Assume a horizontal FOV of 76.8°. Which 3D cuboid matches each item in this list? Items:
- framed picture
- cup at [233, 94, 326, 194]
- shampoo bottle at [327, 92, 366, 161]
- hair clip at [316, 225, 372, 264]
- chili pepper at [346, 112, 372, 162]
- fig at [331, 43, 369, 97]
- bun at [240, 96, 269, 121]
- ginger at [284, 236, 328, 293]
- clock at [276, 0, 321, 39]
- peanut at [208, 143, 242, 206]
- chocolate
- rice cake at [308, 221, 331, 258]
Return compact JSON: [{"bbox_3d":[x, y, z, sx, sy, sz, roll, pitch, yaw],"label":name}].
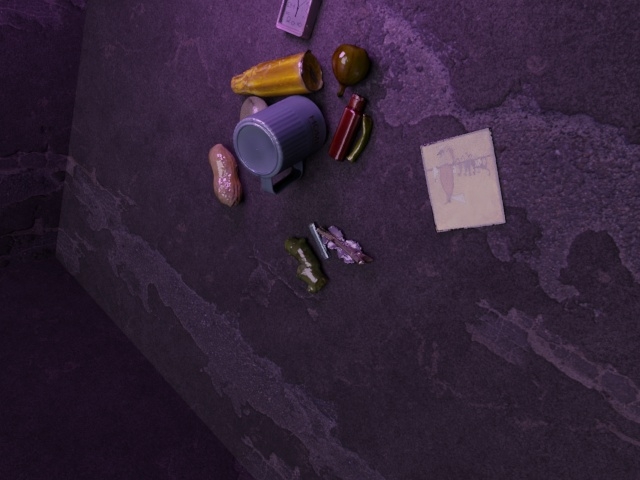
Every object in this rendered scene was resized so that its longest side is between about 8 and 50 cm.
[{"bbox_3d":[0.511,-0.208,1.465,0.255,0.014,0.340,-8,97,34],"label":"framed picture"},{"bbox_3d":[-0.179,-0.397,1.658,0.256,0.311,0.331,40,135,8],"label":"cup"},{"bbox_3d":[0.108,-0.455,1.626,0.102,0.064,0.261,56,131,49],"label":"shampoo bottle"},{"bbox_3d":[0.096,0.027,1.754,0.292,0.084,0.106,37,114,26],"label":"hair clip"},{"bbox_3d":[0.162,-0.404,1.619,0.050,0.051,0.202,35,118,21],"label":"chili pepper"},{"bbox_3d":[0.098,-0.652,1.546,0.148,0.142,0.187,40,110,49],"label":"fig"},{"bbox_3d":[-0.289,-0.543,1.823,0.221,0.108,0.222,9,100,61],"label":"bun"},{"bbox_3d":[-0.073,0.112,1.878,0.137,0.089,0.290,-26,88,43],"label":"ginger"},{"bbox_3d":[-0.085,-0.943,1.641,0.150,0.063,0.197,33,117,23],"label":"clock"},{"bbox_3d":[-0.475,-0.322,2.004,0.149,0.149,0.314,-7,98,34],"label":"peanut"},{"bbox_3d":[-0.210,-0.696,1.726,0.444,0.162,0.162,7,105,33],"label":"chocolate"},{"bbox_3d":[0.000,0.000,1.836,0.042,0.030,0.180,-26,88,28],"label":"rice cake"}]
